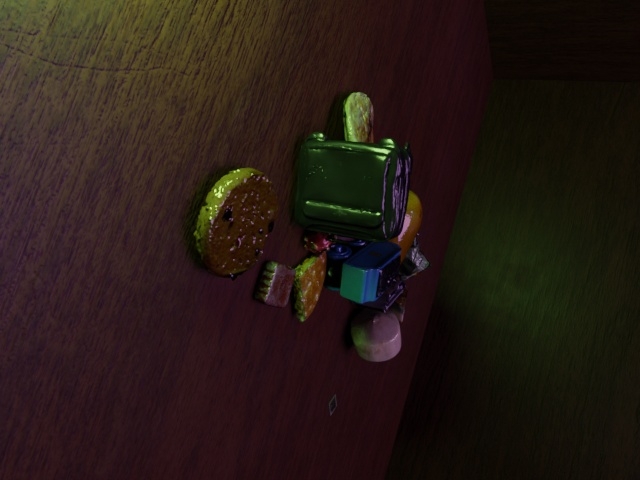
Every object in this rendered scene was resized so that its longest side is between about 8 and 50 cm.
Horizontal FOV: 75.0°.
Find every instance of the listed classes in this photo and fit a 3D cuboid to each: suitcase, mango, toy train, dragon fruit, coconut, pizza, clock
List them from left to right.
[{"bbox_3d":[-0.049,0.143,1.477,0.197,0.058,0.293,25,79,-60],"label":"pizza"},{"bbox_3d":[0.001,0.001,1.445,0.081,0.116,0.086,58,43,-46],"label":"dragon fruit"},{"bbox_3d":[0.100,-0.157,1.314,0.188,0.344,0.340,-25,122,-63],"label":"suitcase"},{"bbox_3d":[0.166,0.097,1.624,0.300,0.264,0.188,-31,131,-50],"label":"toy train"},{"bbox_3d":[0.260,0.433,1.974,0.245,0.244,0.248,-48,140,-41],"label":"coconut"},{"bbox_3d":[0.277,0.241,1.971,0.253,0.186,0.084,-32,124,-53],"label":"clock"},{"bbox_3d":[0.305,-0.024,1.869,0.300,0.232,0.446,-14,123,-63],"label":"mango"}]

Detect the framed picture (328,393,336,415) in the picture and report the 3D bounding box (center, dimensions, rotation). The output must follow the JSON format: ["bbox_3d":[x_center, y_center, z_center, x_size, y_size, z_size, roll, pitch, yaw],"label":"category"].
[{"bbox_3d":[0.059,0.792,2.004,0.066,0.006,0.089,-44,138,-45],"label":"framed picture"}]

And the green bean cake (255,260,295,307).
[{"bbox_3d":[-0.142,0.138,1.308,0.135,0.056,0.135,30,77,-60],"label":"green bean cake"}]

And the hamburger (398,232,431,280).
[{"bbox_3d":[0.418,0.078,2.149,0.150,0.260,0.276,-26,93,-26],"label":"hamburger"}]

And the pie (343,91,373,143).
[{"bbox_3d":[0.150,-0.370,1.525,0.339,0.077,0.340,-3,90,-71],"label":"pie"}]

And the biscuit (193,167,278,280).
[{"bbox_3d":[-0.216,-0.045,1.076,0.296,0.075,0.296,-44,143,-46],"label":"biscuit"}]

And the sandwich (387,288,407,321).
[{"bbox_3d":[0.338,0.313,2.107,0.220,0.185,0.108,-50,148,-70],"label":"sandwich"}]

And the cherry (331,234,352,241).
[{"bbox_3d":[0.114,-0.109,1.525,0.266,0.183,0.213,-54,132,-13],"label":"cherry"}]
